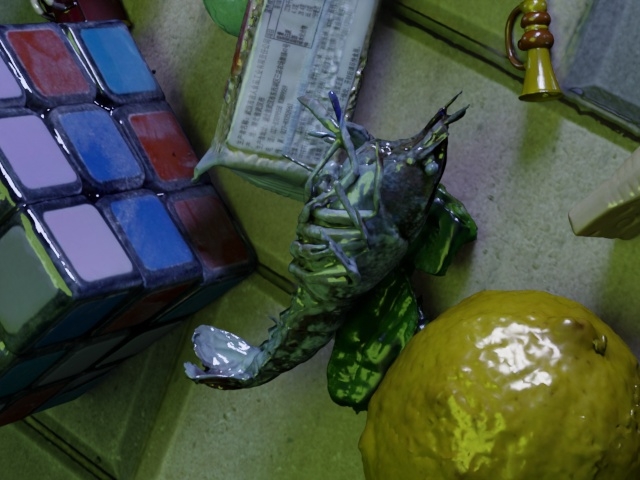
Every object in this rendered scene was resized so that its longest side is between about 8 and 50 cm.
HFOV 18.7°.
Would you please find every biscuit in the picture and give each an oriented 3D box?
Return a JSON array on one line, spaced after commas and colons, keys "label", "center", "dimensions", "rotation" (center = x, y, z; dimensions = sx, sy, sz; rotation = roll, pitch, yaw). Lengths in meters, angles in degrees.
[{"label": "biscuit", "center": [-0.017, -0.188, 2.036], "dimensions": [0.079, 0.186, 0.309], "rotation": [-137, 58, -69]}]

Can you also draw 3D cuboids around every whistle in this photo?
[{"label": "whistle", "center": [0.213, -0.190, 1.942], "dimensions": [0.046, 0.057, 0.109], "rotation": [-3, 76, -7]}]

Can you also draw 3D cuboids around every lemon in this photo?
[{"label": "lemon", "center": [0.173, 0.193, 1.838], "dimensions": [0.268, 0.268, 0.322], "rotation": [50, 121, 26]}]

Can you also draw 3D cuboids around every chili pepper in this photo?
[{"label": "chili pepper", "center": [0.081, 0.062, 2.016], "dimensions": [0.099, 0.083, 0.253], "rotation": [33, 105, 36]}]

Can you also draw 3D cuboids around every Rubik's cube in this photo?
[{"label": "Rubik's cube", "center": [-0.346, -0.008, 2.143], "dimensions": [0.363, 0.359, 0.362], "rotation": [-36, 77, 33]}]

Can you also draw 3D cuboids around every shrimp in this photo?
[{"label": "shrimp", "center": [0.005, 0.000, 1.959], "dimensions": [0.166, 0.221, 0.410], "rotation": [23, 118, -6]}]

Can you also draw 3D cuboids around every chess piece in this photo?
[{"label": "chess piece", "center": [0.325, -0.064, 1.817], "dimensions": [0.200, 0.090, 0.090], "rotation": [-39, 68, 31]}]

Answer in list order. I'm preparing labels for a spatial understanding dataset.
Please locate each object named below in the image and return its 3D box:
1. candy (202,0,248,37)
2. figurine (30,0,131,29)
[{"label": "candy", "center": [-0.050, -0.434, 2.106], "dimensions": [0.119, 0.119, 0.439], "rotation": [8, 88, 37]}, {"label": "figurine", "center": [-0.303, -0.290, 2.293], "dimensions": [0.082, 0.098, 0.154], "rotation": [-37, 72, 36]}]
